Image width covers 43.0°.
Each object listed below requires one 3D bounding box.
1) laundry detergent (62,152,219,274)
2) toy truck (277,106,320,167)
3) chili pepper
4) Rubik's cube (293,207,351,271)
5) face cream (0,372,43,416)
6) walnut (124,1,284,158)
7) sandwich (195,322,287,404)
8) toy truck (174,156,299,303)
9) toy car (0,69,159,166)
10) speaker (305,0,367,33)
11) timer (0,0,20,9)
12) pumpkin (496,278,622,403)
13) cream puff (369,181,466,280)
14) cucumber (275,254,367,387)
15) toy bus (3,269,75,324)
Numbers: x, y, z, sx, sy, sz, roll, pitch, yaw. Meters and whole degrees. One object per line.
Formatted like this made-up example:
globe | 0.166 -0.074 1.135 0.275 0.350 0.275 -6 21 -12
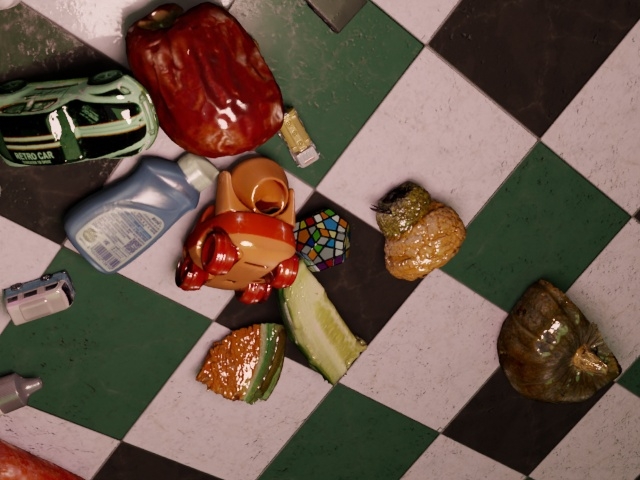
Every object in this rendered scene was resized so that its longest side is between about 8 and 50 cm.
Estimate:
laundry detergent | -0.323 -0.069 1.500 0.290 0.094 0.143 -36 119 -1
toy truck | -0.047 -0.196 1.533 0.052 0.063 0.123 -31 122 -1
chili pepper | -0.611 0.542 1.630 0.229 0.251 0.305 -47 127 3
Rubik's cube | 0.000 0.000 1.625 0.133 0.133 0.112 10 142 -23
face cream | -0.696 0.330 1.588 0.311 0.092 0.092 -18 121 -8
walnut | -0.179 -0.281 1.372 0.244 0.221 0.269 -41 119 -32
sandwich | -0.158 0.245 1.716 0.160 0.109 0.185 18 91 7
toy truck | -0.149 -0.020 1.543 0.189 0.239 0.265 15 153 -29
toy car | -0.422 -0.187 1.329 0.305 0.125 0.136 0 122 16
speaker | -0.022 -0.463 1.408 0.082 0.044 0.218 -46 121 9
timer | -0.557 -0.449 1.179 0.253 0.078 0.178 14 114 -3
pumpkin | 0.541 0.272 1.878 0.232 0.242 0.325 -46 117 -1
cream puff | 0.181 -0.033 1.645 0.183 0.183 0.169 -36 110 3
cucumber | -0.024 0.159 1.681 0.145 0.105 0.325 -51 135 -21
toy bus | -0.528 0.110 1.532 0.123 0.075 0.060 -18 121 -8
